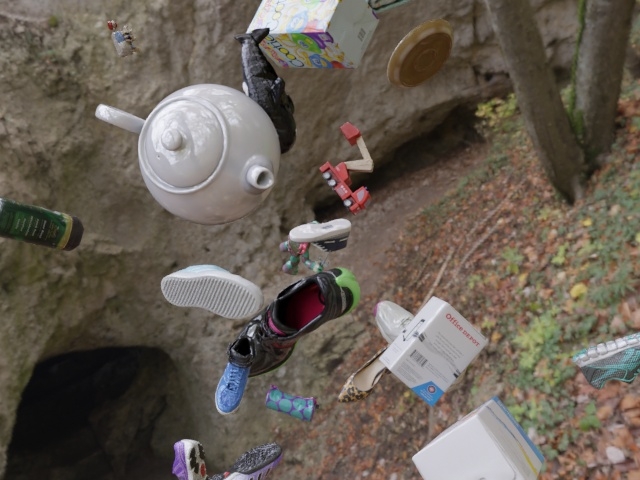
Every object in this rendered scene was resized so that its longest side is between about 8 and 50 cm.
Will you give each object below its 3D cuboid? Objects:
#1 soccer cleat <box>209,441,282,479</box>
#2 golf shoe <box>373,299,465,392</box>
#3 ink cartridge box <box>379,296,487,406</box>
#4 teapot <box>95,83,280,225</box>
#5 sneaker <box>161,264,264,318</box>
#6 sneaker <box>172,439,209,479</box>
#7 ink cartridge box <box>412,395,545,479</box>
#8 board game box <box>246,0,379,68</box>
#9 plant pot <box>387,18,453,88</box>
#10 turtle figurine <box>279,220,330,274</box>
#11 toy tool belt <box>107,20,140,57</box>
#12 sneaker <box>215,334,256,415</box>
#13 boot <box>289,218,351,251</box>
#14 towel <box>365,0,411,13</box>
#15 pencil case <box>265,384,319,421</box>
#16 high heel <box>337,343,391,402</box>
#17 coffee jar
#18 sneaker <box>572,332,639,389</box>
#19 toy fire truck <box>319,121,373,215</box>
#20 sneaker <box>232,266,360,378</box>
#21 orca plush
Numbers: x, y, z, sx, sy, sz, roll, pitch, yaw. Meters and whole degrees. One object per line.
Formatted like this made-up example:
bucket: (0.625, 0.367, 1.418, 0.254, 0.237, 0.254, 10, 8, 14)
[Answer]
soccer cleat: (-0.230, 0.719, 1.768, 0.318, 0.116, 0.108, -34, 12, 1)
golf shoe: (0.276, 0.268, 1.622, 0.115, 0.306, 0.140, -38, -13, -33)
ink cartridge box: (0.263, 0.257, 1.397, 0.203, 0.148, 0.086, -48, 14, -3)
teapot: (-0.201, -0.146, 0.960, 0.256, 0.252, 0.187, -23, -9, 16)
sneaker: (-0.288, 0.124, 1.721, 0.366, 0.135, 0.150, 8, 27, 33)
sneaker: (-0.292, 0.523, 1.325, 0.071, 0.170, 0.068, -2, 2, 29)
ink cartridge box: (0.330, 0.452, 1.231, 0.171, 0.168, 0.232, -41, -20, 17)
board game box: (-0.023, -0.521, 1.458, 0.275, 0.144, 0.142, 16, -12, 42)
plant pot: (0.303, -0.540, 1.764, 0.236, 0.032, 0.236, -27, -29, -16)
turtle figurine: (-0.047, 0.014, 1.799, 0.118, 0.175, 0.234, 20, -30, -23)
toy tool belt: (-0.457, -0.473, 1.394, 0.051, 0.083, 0.052, -29, 20, -31)
sneaker: (-0.164, 0.255, 1.154, 0.058, 0.084, 0.152, 17, 54, 6)
boot: (0.000, 0.000, 1.695, 0.190, 0.086, 0.069, -10, 38, -23)
towel: (0.202, -0.797, 1.709, 0.374, 0.090, 0.320, -25, 54, -17)
pencil case: (-0.084, 0.477, 1.747, 0.151, 0.070, 0.064, 12, -4, 16)
high heel: (0.165, 0.430, 1.979, 0.261, 0.093, 0.186, -27, -32, -30)
coffee jar: (-0.586, -0.032, 1.219, 0.096, 0.079, 0.184, 14, -3, 41)
sneaker: (0.526, 0.205, 1.019, 0.166, 0.076, 0.065, -25, -9, 25)
toy fire truck: (0.075, -0.168, 1.405, 0.135, 0.192, 0.047, -37, -19, 3)
sneaker: (-0.111, 0.227, 1.703, 0.483, 0.185, 0.202, -42, -26, 22)
orca plush: (-0.099, -0.346, 1.334, 0.151, 0.287, 0.102, 1, -12, -40)
